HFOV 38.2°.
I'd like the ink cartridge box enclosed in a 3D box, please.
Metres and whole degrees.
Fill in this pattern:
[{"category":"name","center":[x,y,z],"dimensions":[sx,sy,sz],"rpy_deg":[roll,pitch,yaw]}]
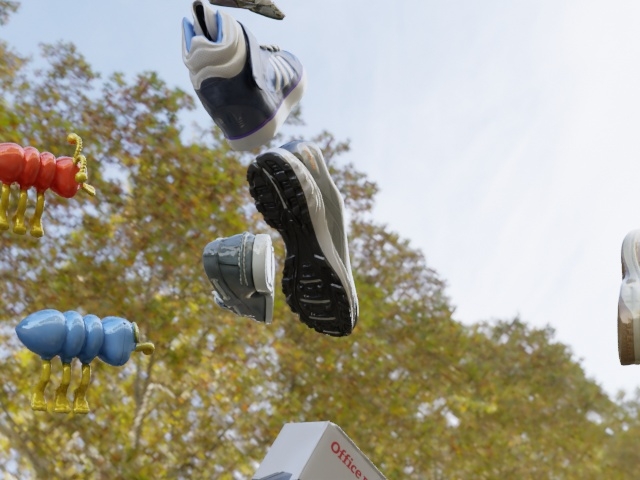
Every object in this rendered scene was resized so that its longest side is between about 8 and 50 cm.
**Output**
[{"category":"ink cartridge box","center":[-0.028,0.486,1.520],"dimensions":[0.223,0.129,0.307],"rpy_deg":[51,-128,-22]}]

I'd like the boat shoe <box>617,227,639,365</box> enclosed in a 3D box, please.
[{"category":"boat shoe","center":[0.459,0.074,1.229],"dimensions":[0.341,0.110,0.121],"rpy_deg":[-48,-49,-61]}]

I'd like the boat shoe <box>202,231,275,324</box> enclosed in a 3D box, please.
[{"category":"boat shoe","center":[-0.121,0.060,1.437],"dimensions":[0.319,0.099,0.116],"rpy_deg":[93,178,-74]}]

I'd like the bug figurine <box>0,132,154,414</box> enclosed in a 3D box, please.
[{"category":"bug figurine","center":[-0.248,0.000,0.701],"dimensions":[0.216,0.279,0.072],"rpy_deg":[9,-51,-37]}]

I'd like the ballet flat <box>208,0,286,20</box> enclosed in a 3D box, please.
[{"category":"ballet flat","center":[-0.103,-0.344,1.315],"dimensions":[0.114,0.041,0.041],"rpy_deg":[13,-67,-4]}]

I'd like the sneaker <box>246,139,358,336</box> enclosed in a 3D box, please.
[{"category":"sneaker","center":[0.000,0.000,1.168],"dimensions":[0.108,0.100,0.271],"rpy_deg":[-40,-59,-48]}]

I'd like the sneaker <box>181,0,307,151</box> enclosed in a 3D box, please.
[{"category":"sneaker","center":[-0.132,-0.321,1.567],"dimensions":[0.322,0.130,0.236],"rpy_deg":[-73,-37,-53]}]
